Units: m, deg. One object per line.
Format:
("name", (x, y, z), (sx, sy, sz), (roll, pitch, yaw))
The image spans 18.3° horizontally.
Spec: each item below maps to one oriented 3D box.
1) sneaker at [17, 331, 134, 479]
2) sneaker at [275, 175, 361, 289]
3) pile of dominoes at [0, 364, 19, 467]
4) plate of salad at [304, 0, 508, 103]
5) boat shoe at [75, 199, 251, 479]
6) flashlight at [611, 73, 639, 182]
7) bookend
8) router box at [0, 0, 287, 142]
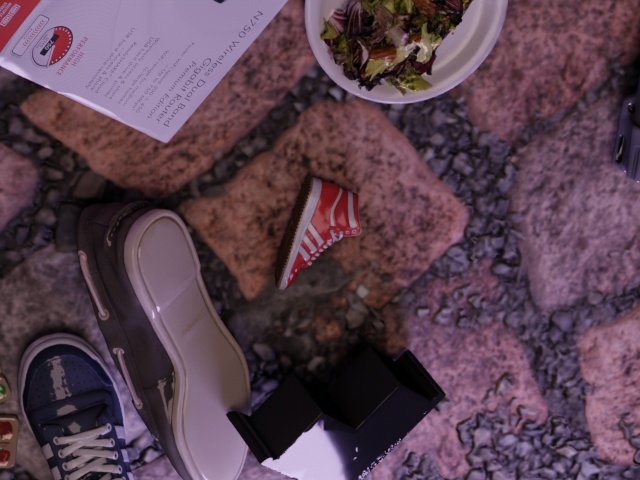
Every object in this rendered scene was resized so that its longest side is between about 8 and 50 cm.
("sneaker", (-0.223, 0.237, 1.932), (0.099, 0.153, 0.282), (-14, 118, -9))
("sneaker", (0.000, 0.000, 1.942), (0.067, 0.042, 0.118), (15, 108, -18))
("pile of dominoes", (-0.418, 0.188, 1.920), (0.251, 0.040, 0.196), (-21, 119, -4))
("plate of salad", (0.084, -0.218, 1.857), (0.200, 0.048, 0.200), (-7, 117, -13))
("boat shoe", (-0.151, 0.100, 1.935), (0.112, 0.095, 0.335), (-41, 130, -35))
("flashlight", (0.365, -0.199, 1.913), (0.103, 0.103, 0.304), (-2, 114, -18))
("bookend", (0.017, 0.165, 1.976), (0.156, 0.072, 0.157), (-46, 143, 10))
("router box", (-0.128, -0.268, 1.673), (0.335, 0.082, 0.301), (-49, 149, 11))
